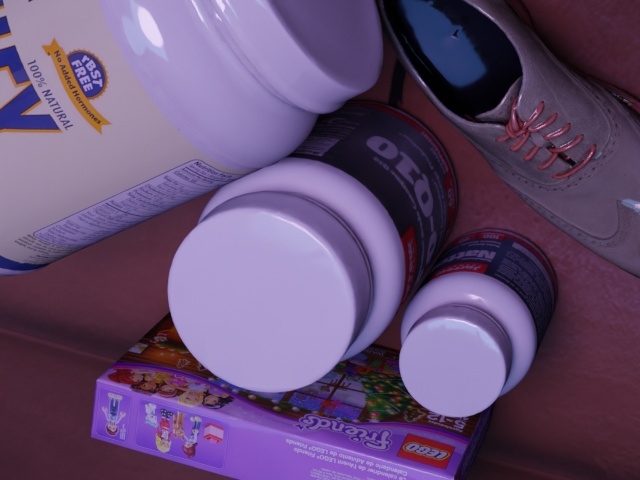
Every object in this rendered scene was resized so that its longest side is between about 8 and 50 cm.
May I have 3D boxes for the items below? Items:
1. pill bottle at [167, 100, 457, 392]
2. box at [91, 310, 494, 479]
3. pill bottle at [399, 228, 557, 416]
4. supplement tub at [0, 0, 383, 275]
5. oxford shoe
[{"bbox_3d":[0.000,0.000,1.156,0.161,0.283,0.161,5,110,15],"label":"pill bottle"},{"bbox_3d":[-0.014,0.136,1.252,0.293,0.201,0.057,14,112,12],"label":"box"},{"bbox_3d":[0.122,0.066,1.197,0.108,0.180,0.107,5,109,15],"label":"pill bottle"},{"bbox_3d":[-0.145,-0.131,1.059,0.325,0.235,0.235,-23,100,25],"label":"supplement tub"},{"bbox_3d":[0.164,-0.082,1.161,0.348,0.130,0.123,43,115,0],"label":"oxford shoe"}]
